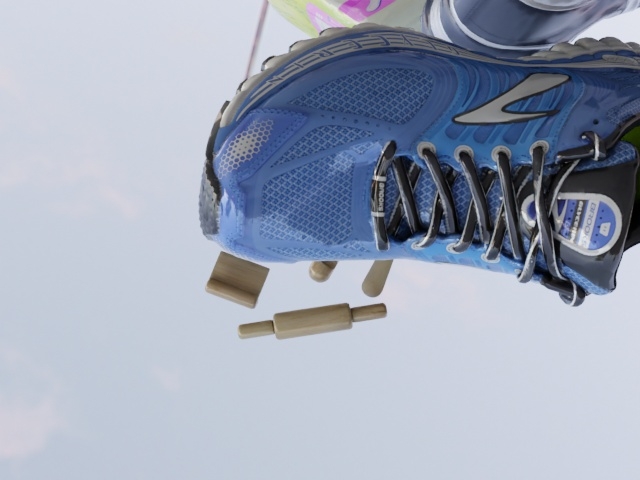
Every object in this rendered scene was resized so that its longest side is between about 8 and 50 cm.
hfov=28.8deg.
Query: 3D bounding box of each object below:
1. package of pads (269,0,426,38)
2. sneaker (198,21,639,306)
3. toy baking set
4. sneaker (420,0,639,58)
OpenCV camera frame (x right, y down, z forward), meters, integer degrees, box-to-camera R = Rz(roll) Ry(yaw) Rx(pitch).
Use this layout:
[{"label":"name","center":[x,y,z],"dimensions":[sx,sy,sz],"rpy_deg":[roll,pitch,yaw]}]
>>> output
[{"label":"package of pads","center":[0.077,-0.301,1.389],"dimensions":[0.229,0.101,0.296],"rpy_deg":[-35,-137,-10]},{"label":"sneaker","center":[0.095,-0.041,0.674],"dimensions":[0.330,0.129,0.147],"rpy_deg":[-10,-150,-23]},{"label":"toy baking set","center":[-0.001,0.007,1.354],"dimensions":[0.256,0.030,0.196],"rpy_deg":[-4,-102,0]},{"label":"sneaker","center":[0.192,-0.178,0.823],"dimensions":[0.282,0.153,0.099],"rpy_deg":[-17,-104,-31]}]
